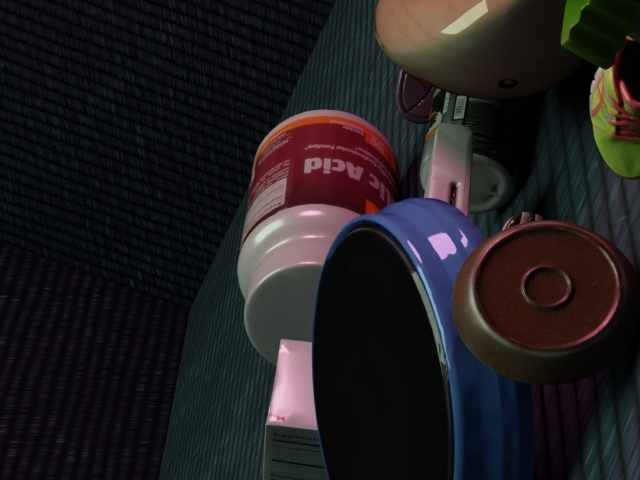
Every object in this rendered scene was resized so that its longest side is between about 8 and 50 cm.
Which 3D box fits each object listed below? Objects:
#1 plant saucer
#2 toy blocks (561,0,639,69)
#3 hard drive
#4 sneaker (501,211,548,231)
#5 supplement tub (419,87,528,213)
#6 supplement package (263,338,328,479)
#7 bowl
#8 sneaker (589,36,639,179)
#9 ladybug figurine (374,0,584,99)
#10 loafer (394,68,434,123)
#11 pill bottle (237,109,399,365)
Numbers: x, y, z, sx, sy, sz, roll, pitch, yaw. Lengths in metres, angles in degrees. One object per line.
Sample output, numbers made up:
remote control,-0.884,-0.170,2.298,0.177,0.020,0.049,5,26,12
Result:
plant saucer,0.199,0.047,1.556,0.029,0.168,0.168,79,-158,-56
toy blocks,0.273,-0.284,1.362,0.261,0.381,0.190,-38,34,50
hard drive,0.119,0.078,1.967,0.233,0.047,0.353,-81,-1,-47
sneaker,0.179,0.090,1.848,0.228,0.086,0.132,-63,2,-22
supplement tub,0.186,-0.136,2.107,0.117,0.117,0.190,123,164,-49
supplement package,0.005,0.250,2.065,0.139,0.134,0.244,-81,-3,-45
bowl,0.086,0.154,1.732,0.391,0.077,0.391,176,90,-69
sneaker,0.280,-0.131,1.572,0.094,0.081,0.208,-74,-14,-49
ladybug figurine,0.211,-0.287,1.999,0.305,0.162,0.449,-34,21,16
loafer,0.172,-0.318,2.570,0.095,0.109,0.302,-133,60,-83
pill bottle,0.000,0.000,2.502,0.392,0.224,0.224,-86,19,-56
